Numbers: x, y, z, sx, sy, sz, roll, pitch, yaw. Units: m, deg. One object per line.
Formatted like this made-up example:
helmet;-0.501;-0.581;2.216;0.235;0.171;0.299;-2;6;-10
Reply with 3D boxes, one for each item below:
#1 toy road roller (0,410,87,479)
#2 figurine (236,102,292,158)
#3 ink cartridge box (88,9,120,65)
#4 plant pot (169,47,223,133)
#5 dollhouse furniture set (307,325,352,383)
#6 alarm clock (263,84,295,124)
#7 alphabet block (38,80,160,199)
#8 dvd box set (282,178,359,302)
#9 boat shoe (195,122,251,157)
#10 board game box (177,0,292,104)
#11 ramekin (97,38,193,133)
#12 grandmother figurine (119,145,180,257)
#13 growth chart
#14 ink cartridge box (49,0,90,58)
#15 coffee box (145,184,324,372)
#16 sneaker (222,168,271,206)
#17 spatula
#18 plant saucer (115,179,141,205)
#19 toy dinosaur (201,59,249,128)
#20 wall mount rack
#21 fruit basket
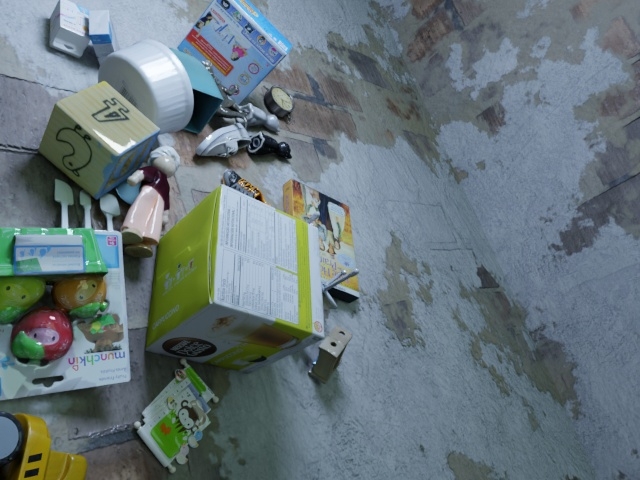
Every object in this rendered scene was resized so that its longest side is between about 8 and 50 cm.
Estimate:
toy road roller;-0.555;0.469;0.926;0.240;0.202;0.330;34;39;-42
figurine;-0.208;-0.415;2.065;0.209;0.092;0.215;4;59;-55
ink cartridge box;-0.664;-0.604;1.663;0.060;0.180;0.104;-8;64;-10
plant pot;-0.458;-0.516;1.795;0.165;0.165;0.234;11;47;-43
dollhouse furniture set;-0.017;0.329;1.709;0.183;0.129;0.129;29;34;14
alarm clock;-0.162;-0.559;2.227;0.129;0.064;0.192;-24;79;-53
alphabet block;-0.583;-0.267;1.425;0.197;0.192;0.193;40;37;-6
dvd box set;0.000;0.000;1.991;0.307;0.062;0.421;24;47;-34
boat shoe;-0.328;-0.331;1.858;0.088;0.096;0.267;48;29;-2
board game box;-0.315;-0.713;1.976;0.308;0.302;0.086;42;39;-19
ramekin;-0.521;-0.434;1.577;0.277;0.277;0.135;53;45;-3
grandmother figurine;-0.463;-0.121;1.490;0.103;0.208;0.343;4;57;3
growth chart;-0.347;0.430;1.324;0.172;0.021;0.237;48;38;-12
ink cartridge box;-0.750;-0.630;1.610;0.092;0.090;0.143;12;54;-43
coffee box;-0.226;0.120;1.425;0.334;0.337;0.338;23;49;-35
sneaker;-0.246;-0.161;1.824;0.215;0.083;0.084;50;39;-6
spatula;-0.592;-0.056;1.375;0.168;0.019;0.242;22;33;-42
plant saucer;-0.536;-0.144;1.541;0.119;0.021;0.119;28;44;-31
toy dinosaur;-0.358;-0.493;1.925;0.160;0.121;0.314;-4;61;-40
wall mount rack;-0.004;0.045;1.695;0.350;0.130;0.304;54;-4;1
fruit basket;-0.579;0.145;1.146;0.326;0.165;0.353;0;72;-33
